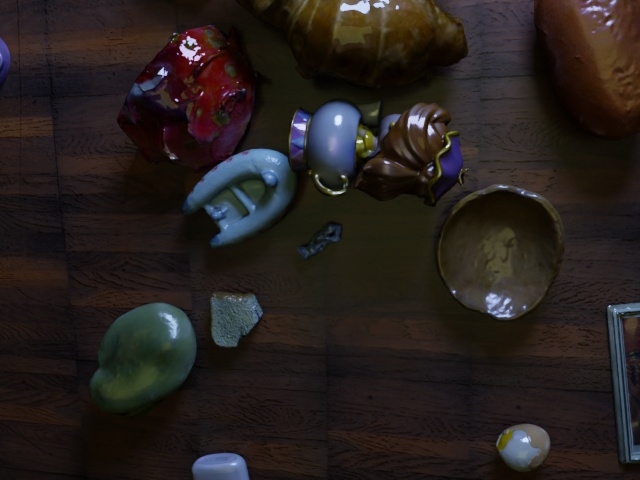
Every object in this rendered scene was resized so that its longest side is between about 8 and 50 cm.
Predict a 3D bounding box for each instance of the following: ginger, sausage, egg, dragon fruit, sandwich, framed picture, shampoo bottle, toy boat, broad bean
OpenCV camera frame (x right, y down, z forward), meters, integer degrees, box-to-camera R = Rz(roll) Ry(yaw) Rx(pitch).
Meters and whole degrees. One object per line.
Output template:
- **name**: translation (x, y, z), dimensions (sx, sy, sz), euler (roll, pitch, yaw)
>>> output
- **ginger**: translation (0.052, -0.360, 0.719), dimensions (0.357, 0.152, 0.274), euler (44, 92, 2)
- **sausage**: translation (0.379, -0.263, 0.683), dimensions (0.133, 0.133, 0.259), euler (-22, 95, 13)
- **egg**: translation (0.333, 0.336, 0.810), dimensions (0.083, 0.071, 0.071), euler (-41, 90, 10)
- **dragon fruit**: translation (-0.198, -0.211, 0.793), dimensions (0.161, 0.126, 0.274), euler (42, 104, 2)
- **sandwich**: translation (-0.151, 0.143, 0.885), dimensions (0.093, 0.036, 0.105), euler (7, 101, 8)
- **framed picture**: translation (0.573, 0.222, 0.777), dimensions (0.216, 0.016, 0.274), euler (-8, 97, 12)
- **shampoo bottle**: translation (-0.175, 0.514, 0.938), dimensions (0.108, 0.051, 0.221), euler (-8, 97, 9)
- **toy boat**: translation (-0.130, -0.068, 0.820), dimensions (0.207, 0.079, 0.134), euler (-30, 102, 15)
- **broad bean**: translation (-0.318, 0.221, 0.898), dimensions (0.169, 0.100, 0.228), euler (21, 100, -1)

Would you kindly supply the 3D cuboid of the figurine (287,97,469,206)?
- **figurine**: translation (0.089, -0.133, 0.743), dimensions (0.263, 0.142, 0.190), euler (10, 66, 12)

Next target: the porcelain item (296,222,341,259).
- **porcelain item**: translation (0.000, 0.000, 0.841), dimensions (0.083, 0.028, 0.036), euler (-36, 108, 12)

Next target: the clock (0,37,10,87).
- **clock**: translation (-0.617, -0.302, 0.893), dimensions (0.110, 0.050, 0.153), euler (40, 104, 2)

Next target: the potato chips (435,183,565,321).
- **potato chips**: translation (0.279, 0.018, 0.776), dimensions (0.195, 0.062, 0.208), euler (-26, 95, 18)
